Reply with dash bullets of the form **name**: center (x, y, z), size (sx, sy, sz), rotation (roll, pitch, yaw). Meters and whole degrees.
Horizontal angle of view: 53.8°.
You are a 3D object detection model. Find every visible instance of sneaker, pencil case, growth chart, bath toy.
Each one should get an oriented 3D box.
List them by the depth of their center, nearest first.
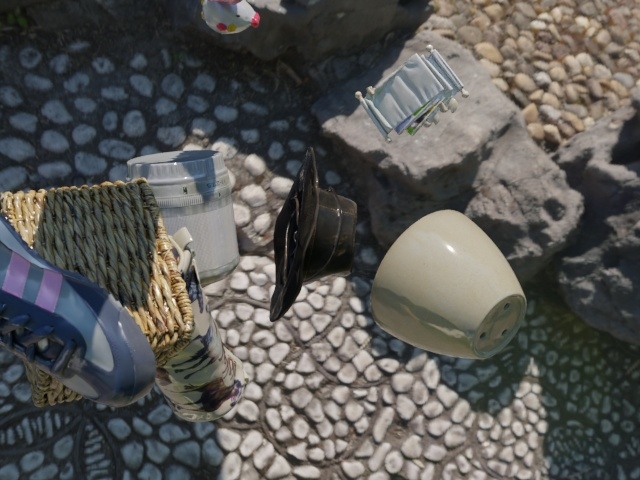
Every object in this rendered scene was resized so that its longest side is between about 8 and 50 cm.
- **sneaker**: center (-0.304, 0.063, 0.581), size (0.319, 0.131, 0.112), rotation (35, 113, 7)
- **pencil case**: center (-0.262, 0.172, 1.182), size (0.183, 0.160, 0.410), rotation (-22, 132, -7)
- **bath toy**: center (-0.186, -0.532, 1.229), size (0.129, 0.348, 0.151), rotation (28, 67, 10)
- **growth chart**: center (0.208, -0.329, 1.454), size (0.021, 0.237, 0.172), rotation (-20, 81, -60)

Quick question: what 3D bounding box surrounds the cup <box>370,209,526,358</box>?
- **cup**: center (0.312, 0.131, 1.412), size (0.331, 0.237, 0.331), rotation (-21, 130, -28)

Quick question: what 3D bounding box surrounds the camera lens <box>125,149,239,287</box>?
- **camera lens**: center (-0.294, -0.044, 1.353), size (0.219, 0.219, 0.274), rotation (-10, 107, -20)

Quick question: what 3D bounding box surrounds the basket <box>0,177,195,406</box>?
- **basket**: center (-0.350, 0.082, 0.973), size (0.223, 0.213, 0.299), rotation (-10, 62, -32)

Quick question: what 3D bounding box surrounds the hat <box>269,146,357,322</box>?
- **hat**: center (0.000, 0.000, 1.150), size (0.134, 0.331, 0.331), rotation (9, 81, -13)
